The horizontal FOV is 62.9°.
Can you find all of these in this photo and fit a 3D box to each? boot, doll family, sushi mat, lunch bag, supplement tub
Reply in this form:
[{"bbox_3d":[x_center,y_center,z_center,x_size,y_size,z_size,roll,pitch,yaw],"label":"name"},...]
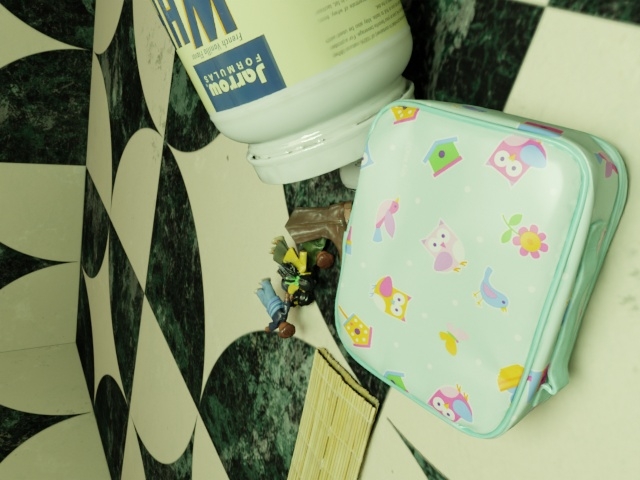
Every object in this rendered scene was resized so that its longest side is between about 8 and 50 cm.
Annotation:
[{"bbox_3d":[0.000,0.000,0.723,0.114,0.037,0.106,-6,73,33],"label":"boot"},{"bbox_3d":[-0.042,0.064,0.798,0.111,0.076,0.193,50,137,36],"label":"doll family"},{"bbox_3d":[0.006,0.330,0.785,0.151,0.019,0.316,37,122,48],"label":"sushi mat"},{"bbox_3d":[0.133,0.024,0.479,0.224,0.108,0.279,25,116,36],"label":"lunch bag"},{"bbox_3d":[-0.044,-0.247,0.538,0.235,0.235,0.325,12,132,55],"label":"supplement tub"}]

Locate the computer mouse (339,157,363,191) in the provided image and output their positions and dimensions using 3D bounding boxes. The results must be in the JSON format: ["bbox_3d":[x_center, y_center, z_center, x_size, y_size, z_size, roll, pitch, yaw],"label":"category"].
[{"bbox_3d":[0.074,-0.090,0.634,0.193,0.042,0.106,2,95,56],"label":"computer mouse"}]
